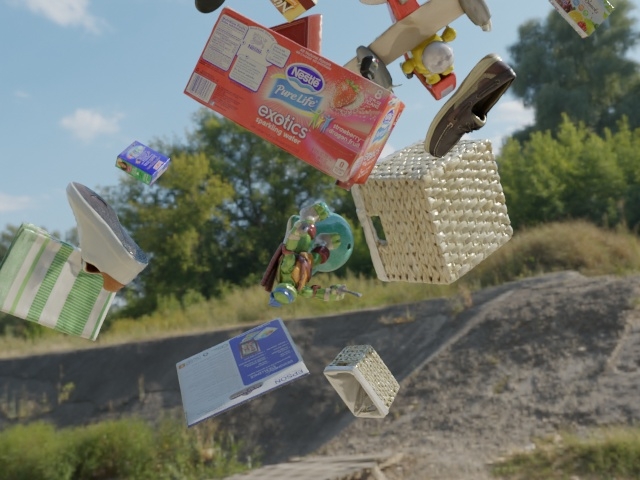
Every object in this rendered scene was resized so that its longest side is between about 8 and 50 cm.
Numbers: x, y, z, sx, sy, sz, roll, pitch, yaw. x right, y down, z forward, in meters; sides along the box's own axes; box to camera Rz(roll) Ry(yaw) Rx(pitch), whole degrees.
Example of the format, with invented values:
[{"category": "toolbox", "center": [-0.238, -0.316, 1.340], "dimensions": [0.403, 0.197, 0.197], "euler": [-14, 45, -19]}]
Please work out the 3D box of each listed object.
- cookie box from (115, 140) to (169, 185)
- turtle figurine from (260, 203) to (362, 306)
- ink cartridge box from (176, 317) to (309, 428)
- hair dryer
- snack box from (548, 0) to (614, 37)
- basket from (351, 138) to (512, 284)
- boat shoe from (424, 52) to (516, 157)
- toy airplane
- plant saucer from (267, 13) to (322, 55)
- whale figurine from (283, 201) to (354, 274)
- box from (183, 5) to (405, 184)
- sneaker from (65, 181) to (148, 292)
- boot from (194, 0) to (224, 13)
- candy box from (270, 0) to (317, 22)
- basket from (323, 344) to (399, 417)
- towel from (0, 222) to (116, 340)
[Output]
[{"category": "cookie box", "center": [-0.471, -0.205, 1.831], "dimensions": [0.107, 0.092, 0.040], "euler": [29, -48, 3]}, {"category": "turtle figurine", "center": [0.004, 0.034, 1.609], "dimensions": [0.197, 0.266, 0.275], "euler": [32, -51, -10]}, {"category": "ink cartridge box", "center": [-0.194, 0.335, 1.702], "dimensions": [0.303, 0.072, 0.307], "euler": [-23, 26, -8]}, {"category": "hair dryer", "center": [0.065, -0.246, 1.550], "dimensions": [0.080, 0.294, 0.223], "euler": [19, -30, -36]}, {"category": "snack box", "center": [0.689, -0.623, 1.827], "dimensions": [0.100, 0.141, 0.037], "euler": [-47, 8, 2]}, {"category": "basket", "center": [0.306, -0.085, 1.900], "dimensions": [0.331, 0.329, 0.266], "euler": [-29, 20, -34]}, {"category": "boat shoe", "center": [0.353, -0.303, 1.641], "dimensions": [0.102, 0.092, 0.285], "euler": [0, -47, -49]}, {"category": "toy airplane", "center": [0.274, -0.561, 1.880], "dimensions": [0.384, 0.272, 0.386], "euler": [2, -52, -26]}, {"category": "plant saucer", "center": [-0.120, -0.603, 2.241], "dimensions": [0.259, 0.259, 0.047], "euler": [-8, -19, 28]}, {"category": "whale figurine", "center": [0.000, 0.000, 1.945], "dimensions": [0.141, 0.217, 0.272], "euler": [12, -2, 27]}, {"category": "box", "center": [-0.037, -0.223, 1.085], "dimensions": [0.299, 0.154, 0.142], "euler": [29, 10, 13]}, {"category": "sneaker", "center": [-0.491, -0.008, 1.484], "dimensions": [0.123, 0.290, 0.106], "euler": [-47, -30, 9]}, {"category": "boot", "center": [-0.380, -0.797, 2.136], "dimensions": [0.228, 0.263, 0.091], "euler": [4, -24, 40]}, {"category": "candy box", "center": [-0.073, -0.652, 1.532], "dimensions": [0.087, 0.317, 0.183], "euler": [-22, -49, 32]}, {"category": "basket", "center": [0.109, 0.358, 1.768], "dimensions": [0.113, 0.167, 0.103], "euler": [-13, 27, 46]}, {"category": "towel", "center": [-0.740, 0.123, 1.957], "dimensions": [0.324, 0.248, 0.038], "euler": [29, -17, -33]}]
